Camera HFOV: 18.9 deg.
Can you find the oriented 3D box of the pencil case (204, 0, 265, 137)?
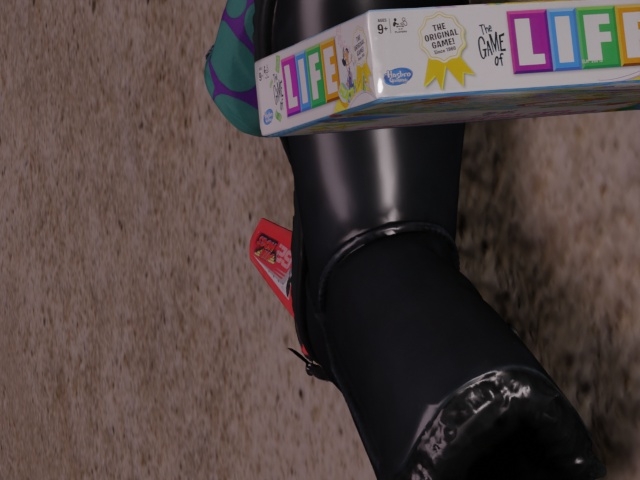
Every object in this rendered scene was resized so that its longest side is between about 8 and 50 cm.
[{"bbox_3d":[-0.012,-0.119,0.941,0.070,0.064,0.151,-58,-3,-36],"label":"pencil case"}]

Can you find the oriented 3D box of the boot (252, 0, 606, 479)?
[{"bbox_3d":[0.045,0.003,0.771,0.207,0.094,0.246,-120,25,-55],"label":"boot"}]

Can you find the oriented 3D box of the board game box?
[{"bbox_3d":[0.068,-0.056,0.615,0.103,0.154,0.026,170,94,-69],"label":"board game box"}]

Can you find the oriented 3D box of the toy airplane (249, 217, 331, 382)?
[{"bbox_3d":[0.000,0.000,0.989,0.151,0.028,0.151,174,90,-68],"label":"toy airplane"}]
